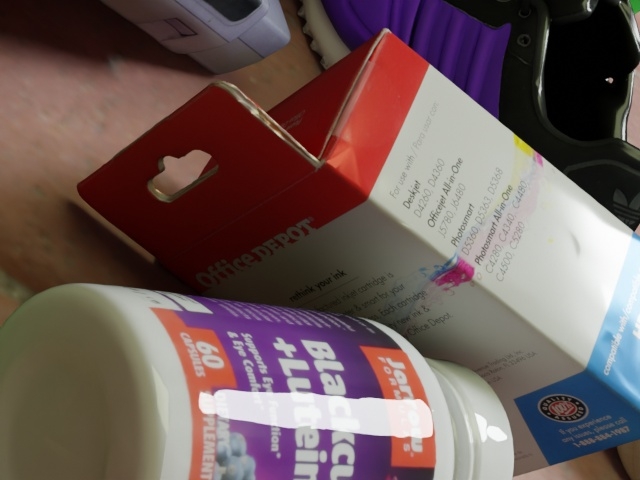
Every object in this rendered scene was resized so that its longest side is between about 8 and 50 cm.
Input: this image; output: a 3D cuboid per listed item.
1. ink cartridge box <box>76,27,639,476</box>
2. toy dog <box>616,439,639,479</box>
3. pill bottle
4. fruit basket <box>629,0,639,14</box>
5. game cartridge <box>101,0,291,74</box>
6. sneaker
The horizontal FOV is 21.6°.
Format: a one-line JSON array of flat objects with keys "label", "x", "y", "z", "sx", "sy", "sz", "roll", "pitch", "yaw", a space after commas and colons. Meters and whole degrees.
[{"label": "ink cartridge box", "x": 0.029, "y": 0.002, "z": 0.701, "sx": 0.231, "sy": 0.134, "sz": 0.078, "roll": 38, "pitch": 55, "yaw": -18}, {"label": "toy dog", "x": 0.244, "y": -0.022, "z": 0.877, "sx": 0.161, "sy": 0.333, "sz": 0.220, "roll": 38, "pitch": 5, "yaw": 14}, {"label": "pill bottle", "x": -0.020, "y": 0.077, "z": 0.604, "sx": 0.193, "sy": 0.108, "sz": 0.108, "roll": 9, "pitch": 50, "yaw": -45}, {"label": "fruit basket", "x": 0.113, "y": -0.305, "z": 1.067, "sx": 0.327, "sy": 0.165, "sz": 0.353, "roll": -12, "pitch": 74, "yaw": -59}, {"label": "game cartridge", "x": -0.116, "y": -0.215, "z": 0.693, "sx": 0.230, "sy": 0.068, "sz": 0.355, "roll": 66, "pitch": 13, "yaw": 17}, {"label": "sneaker", "x": 0.093, "y": -0.098, "z": 0.869, "sx": 0.102, "sy": 0.146, "sz": 0.293, "roll": 15, "pitch": 38, "yaw": -41}]
